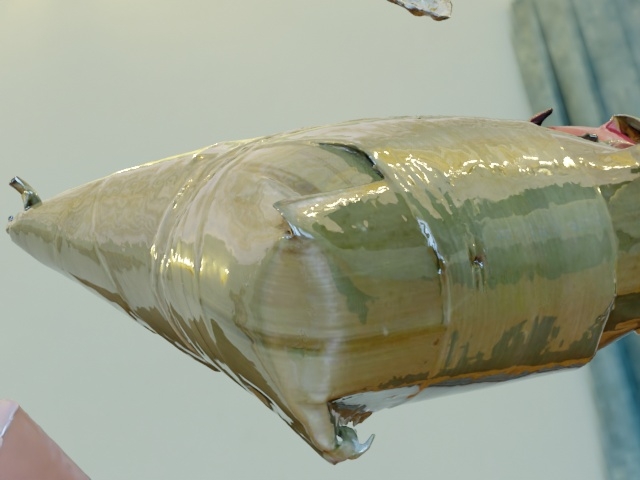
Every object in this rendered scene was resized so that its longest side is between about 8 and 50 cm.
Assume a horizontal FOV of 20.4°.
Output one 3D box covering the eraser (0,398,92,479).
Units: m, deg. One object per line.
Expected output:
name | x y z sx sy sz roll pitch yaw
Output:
eraser | -0.269 0.325 1.509 0.122 0.272 0.359 5 -30 24

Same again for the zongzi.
zongzi | 0.058 -0.005 1.222 0.447 0.181 0.418 -6 13 -37

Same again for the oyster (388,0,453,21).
oyster | 0.079 -0.219 1.633 0.083 0.054 0.019 16 -63 -5

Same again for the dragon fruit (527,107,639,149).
dragon fruit | 0.243 -0.016 1.735 0.224 0.224 0.227 -2 -31 -35
